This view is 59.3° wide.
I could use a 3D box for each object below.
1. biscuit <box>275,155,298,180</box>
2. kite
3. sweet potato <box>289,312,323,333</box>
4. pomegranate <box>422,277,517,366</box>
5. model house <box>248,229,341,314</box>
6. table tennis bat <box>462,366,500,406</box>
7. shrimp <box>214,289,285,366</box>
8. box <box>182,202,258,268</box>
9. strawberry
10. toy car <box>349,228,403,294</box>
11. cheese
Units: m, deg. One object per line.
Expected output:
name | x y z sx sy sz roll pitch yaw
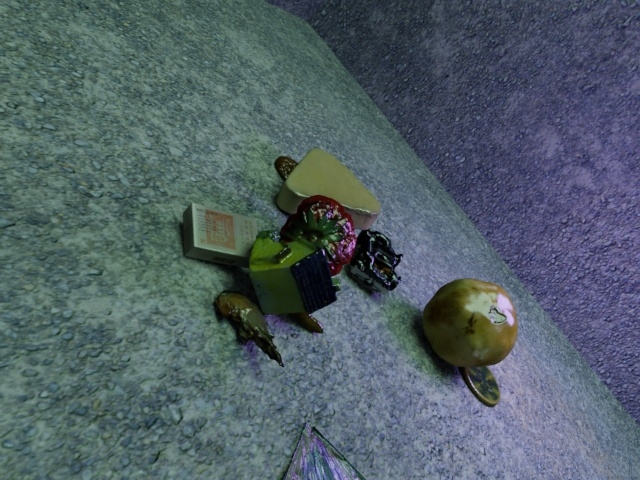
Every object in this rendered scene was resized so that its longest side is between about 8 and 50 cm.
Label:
biscuit | -0.097 -0.256 2.168 0.188 0.027 0.188 34 30 -23
kite | 0.020 0.564 1.222 0.406 0.014 0.368 21 37 -43
sweet potato | -0.056 0.200 1.569 0.182 0.054 0.053 46 32 -7
pomegranate | 0.536 0.299 2.022 0.332 0.332 0.332 35 29 -23
model house | -0.059 0.074 1.466 0.170 0.211 0.194 -75 157 -51
table tennis bat | 0.595 0.484 2.152 0.198 0.050 0.320 26 37 -32
shrimp | -0.177 0.220 1.354 0.117 0.066 0.262 4 33 -35
box | -0.262 -0.010 1.495 0.201 0.058 0.141 15 52 -35
strawberry | 0.000 0.000 1.740 0.238 0.250 0.288 45 0 10
toy car | 0.204 0.071 2.055 0.193 0.118 0.301 35 28 -10
cheese | 0.016 -0.208 2.068 0.384 0.104 0.384 19 37 -15
